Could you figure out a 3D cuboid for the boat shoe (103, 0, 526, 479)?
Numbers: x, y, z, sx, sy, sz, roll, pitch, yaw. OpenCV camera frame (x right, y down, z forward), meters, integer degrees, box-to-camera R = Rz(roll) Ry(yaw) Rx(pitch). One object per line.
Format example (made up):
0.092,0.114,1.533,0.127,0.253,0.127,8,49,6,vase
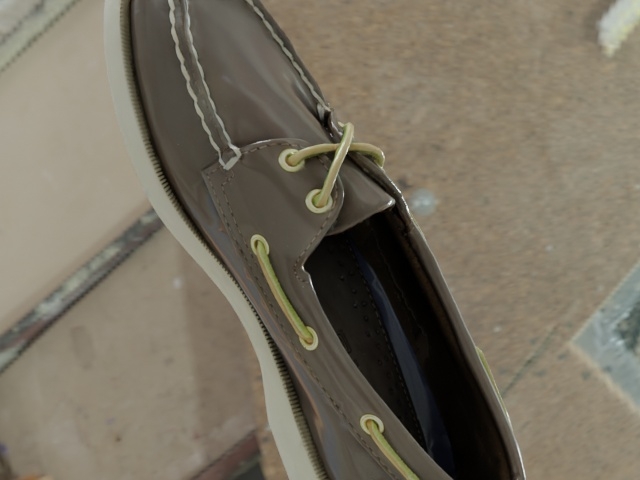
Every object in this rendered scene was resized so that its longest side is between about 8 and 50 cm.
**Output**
0.000,0.000,0.789,0.096,0.116,0.324,-21,-86,43,boat shoe
